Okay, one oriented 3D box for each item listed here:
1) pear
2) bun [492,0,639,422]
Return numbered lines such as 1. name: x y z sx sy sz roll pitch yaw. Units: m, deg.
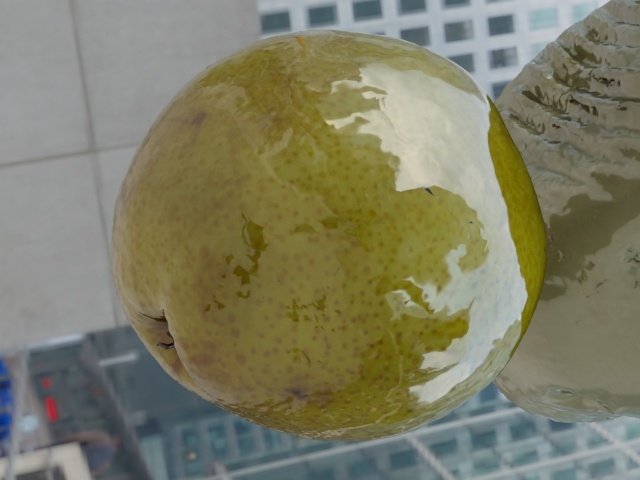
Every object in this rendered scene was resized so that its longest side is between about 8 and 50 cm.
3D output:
1. pear: 0.000 0.000 0.687 0.209 0.209 0.209 170 -90 -74
2. bun: 0.243 -0.042 0.860 0.234 0.362 0.326 45 -24 -10
